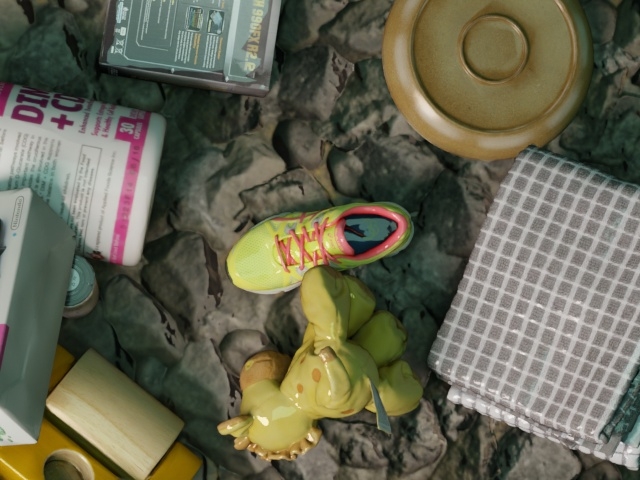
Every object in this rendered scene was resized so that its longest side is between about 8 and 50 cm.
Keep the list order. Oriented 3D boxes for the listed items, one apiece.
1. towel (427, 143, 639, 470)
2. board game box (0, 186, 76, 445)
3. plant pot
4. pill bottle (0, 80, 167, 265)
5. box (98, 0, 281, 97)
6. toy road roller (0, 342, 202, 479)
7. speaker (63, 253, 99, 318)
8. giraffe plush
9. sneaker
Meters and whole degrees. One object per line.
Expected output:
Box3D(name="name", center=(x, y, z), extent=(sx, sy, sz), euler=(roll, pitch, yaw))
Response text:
Box3D(name="towel", center=(0.261, 0.066, 1.728), extent=(0.235, 0.121, 0.284), euler=(22, 85, 27))
Box3D(name="board game box", center=(-0.402, 0.083, 1.606), extent=(0.303, 0.097, 0.224), euler=(-7, 57, 22))
Box3D(name="plant pot", center=(0.186, -0.205, 1.821), extent=(0.236, 0.032, 0.236), euler=(0, 87, -7))
Box3D(name="pill bottle", center=(-0.306, -0.076, 1.695), extent=(0.283, 0.160, 0.160), euler=(11, 86, -6))
Box3D(name="box", center=(-0.129, -0.280, 1.779), extent=(0.183, 0.056, 0.231), euler=(8, 86, -6))
Box3D(name="toy road roller", center=(-0.298, 0.286, 1.684), extent=(0.202, 0.240, 0.329), euler=(40, 47, -3))
Box3D(name="speaker", center=(-0.254, 0.048, 1.707), extent=(0.055, 0.136, 0.055), euler=(1, 82, -5))
Box3D(name="giraffe plush", center=(-0.011, 0.152, 1.722), extent=(0.170, 0.210, 0.181), euler=(-32, 121, 23))
Box3D(name="sneaker", center=(0.000, 0.000, 1.758), extent=(0.208, 0.094, 0.081), euler=(-18, 90, -5))
